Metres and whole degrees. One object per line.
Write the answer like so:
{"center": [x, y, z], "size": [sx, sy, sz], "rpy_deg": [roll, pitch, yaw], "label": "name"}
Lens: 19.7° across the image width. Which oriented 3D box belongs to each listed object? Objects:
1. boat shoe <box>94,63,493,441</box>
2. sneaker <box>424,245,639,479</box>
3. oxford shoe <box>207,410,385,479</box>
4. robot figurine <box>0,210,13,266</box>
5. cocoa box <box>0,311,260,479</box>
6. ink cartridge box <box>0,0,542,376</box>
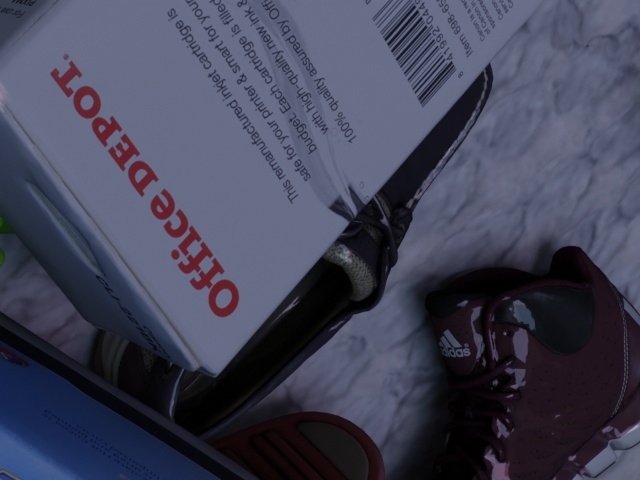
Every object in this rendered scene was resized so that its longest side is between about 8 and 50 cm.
{"center": [0.000, 0.000, 0.998], "size": [0.285, 0.092, 0.103], "rpy_deg": [-45, 127, -5], "label": "boat shoe"}
{"center": [0.083, 0.114, 1.103], "size": [0.281, 0.106, 0.162], "rpy_deg": [-47, 121, -17], "label": "sneaker"}
{"center": [-0.094, 0.239, 1.055], "size": [0.348, 0.123, 0.130], "rpy_deg": [-41, 147, -5], "label": "oxford shoe"}
{"center": [-0.193, -0.032, 0.888], "size": [0.115, 0.067, 0.101], "rpy_deg": [52, 54, -36], "label": "robot figurine"}
{"center": [-0.123, 0.200, 0.843], "size": [0.347, 0.228, 0.231], "rpy_deg": [33, 93, -3], "label": "cocoa box"}
{"center": [-0.045, -0.103, 0.878], "size": [0.273, 0.114, 0.197], "rpy_deg": [-49, 127, -21], "label": "ink cartridge box"}
